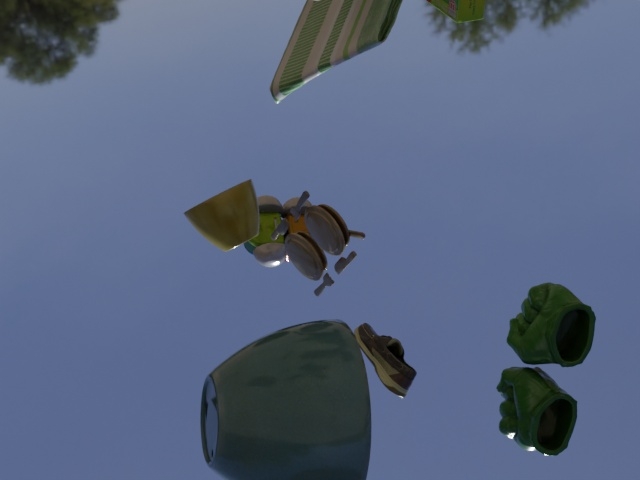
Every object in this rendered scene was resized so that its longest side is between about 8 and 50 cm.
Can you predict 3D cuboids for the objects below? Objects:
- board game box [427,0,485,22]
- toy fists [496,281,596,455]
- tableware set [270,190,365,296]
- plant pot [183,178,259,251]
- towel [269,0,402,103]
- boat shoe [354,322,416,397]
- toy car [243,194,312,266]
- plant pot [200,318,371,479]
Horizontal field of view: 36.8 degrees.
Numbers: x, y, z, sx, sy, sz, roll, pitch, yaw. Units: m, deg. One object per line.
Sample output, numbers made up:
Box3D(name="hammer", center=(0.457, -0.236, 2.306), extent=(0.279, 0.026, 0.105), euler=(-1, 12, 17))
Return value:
Box3D(name="board game box", center=(0.183, -0.392, 1.270), extent=(0.043, 0.181, 0.092), euler=(-12, -144, -17))
Box3D(name="toy fists", center=(0.358, 0.207, 1.578), extent=(0.096, 0.279, 0.142), euler=(7, -172, -14))
Box3D(name="tableware set", center=(0.000, 0.000, 1.480), extent=(0.039, 0.128, 0.194), euler=(-35, 173, -28))
Box3D(name="plant pot", center=(-0.160, -0.037, 1.695), extent=(0.134, 0.095, 0.134), euler=(-28, -177, 1))
Box3D(name="towel", center=(0.039, -0.369, 1.606), extent=(0.325, 0.038, 0.247), euler=(-16, -134, 54))
Box3D(name="boat shoe", center=(0.141, 0.237, 2.007), extent=(0.073, 0.080, 0.223), euler=(-48, -146, 11))
Box3D(name="toy car", center=(-0.090, -0.007, 2.124), extent=(0.182, 0.159, 0.136), euler=(2, 155, -25))
Box3D(name="plant pot", center=(-0.067, 0.260, 1.402), extent=(0.196, 0.290, 0.290), euler=(1, -163, -17))
